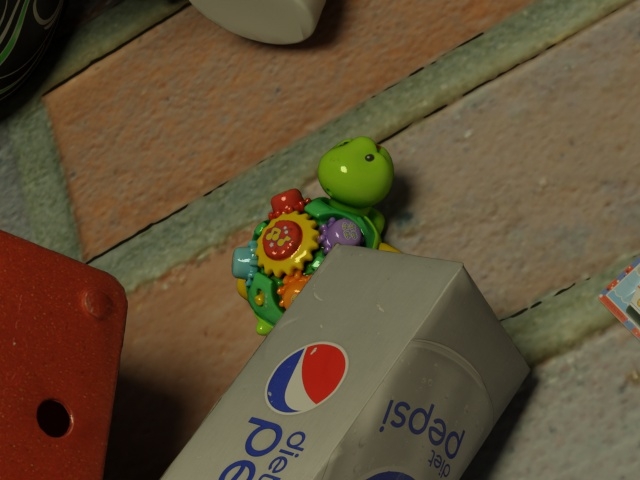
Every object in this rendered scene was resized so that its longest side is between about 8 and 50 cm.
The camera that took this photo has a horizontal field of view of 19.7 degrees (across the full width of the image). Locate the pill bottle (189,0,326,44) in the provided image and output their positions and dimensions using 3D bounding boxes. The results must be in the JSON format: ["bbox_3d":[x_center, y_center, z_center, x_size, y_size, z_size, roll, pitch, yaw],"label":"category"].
[{"bbox_3d":[-0.013,-0.236,1.180,0.118,0.117,0.208,5,66,33],"label":"pill bottle"}]

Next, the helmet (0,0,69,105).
[{"bbox_3d":[-0.266,-0.159,1.252,0.161,0.169,0.169,-48,50,-9],"label":"helmet"}]

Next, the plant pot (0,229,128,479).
[{"bbox_3d":[-0.248,0.106,0.982,0.236,0.267,0.267,-25,50,45],"label":"plant pot"}]

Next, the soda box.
[{"bbox_3d":[-0.015,0.137,0.934,0.098,0.091,0.286,9,54,44],"label":"soda box"}]

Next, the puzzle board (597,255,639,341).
[{"bbox_3d":[0.216,0.034,0.956,0.096,0.011,0.128,-43,50,3],"label":"puzzle board"}]

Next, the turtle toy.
[{"bbox_3d":[0.000,0.000,1.069,0.095,0.066,0.130,30,81,39],"label":"turtle toy"}]
